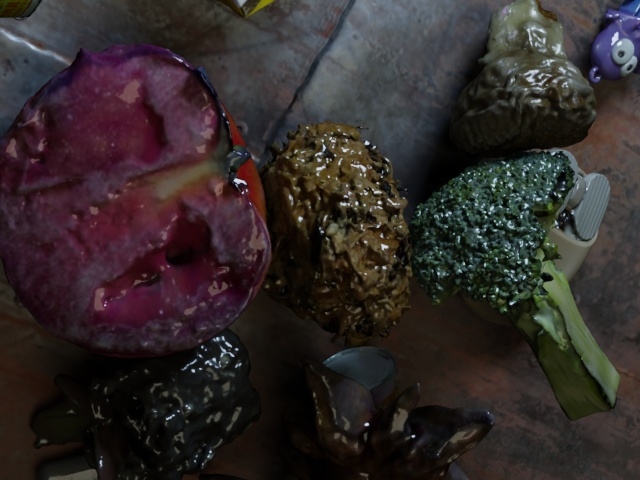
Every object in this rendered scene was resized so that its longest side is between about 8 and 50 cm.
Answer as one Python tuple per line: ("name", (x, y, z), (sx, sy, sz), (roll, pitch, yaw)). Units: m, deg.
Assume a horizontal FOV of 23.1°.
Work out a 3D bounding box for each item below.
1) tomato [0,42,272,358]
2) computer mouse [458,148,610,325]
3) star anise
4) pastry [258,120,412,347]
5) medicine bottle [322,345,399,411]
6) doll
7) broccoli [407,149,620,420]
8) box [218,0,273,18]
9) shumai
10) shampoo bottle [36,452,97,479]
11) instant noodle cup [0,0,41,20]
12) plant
("tomato", (-0.203, -0.049, 1.692), (0.290, 0.176, 0.334), (-20, 101, 7))
("computer mouse", (0.271, 0.000, 1.989), (0.145, 0.082, 0.236), (32, 94, -30))
("star anise", (0.044, 0.272, 1.863), (0.350, 0.109, 0.292), (19, 118, -2))
("pastry", (0.000, 0.000, 1.770), (0.193, 0.275, 0.274), (-5, 111, -7))
("medicine bottle", (0.099, 0.338, 2.019), (0.108, 0.108, 0.426), (-26, 119, -15))
("doll", (0.399, -0.271, 1.961), (0.206, 0.067, 0.110), (-50, 131, -14))
("broccoli", (0.254, 0.051, 1.874), (0.221, 0.252, 0.361), (-30, 139, 8))
("box", (-0.083, -0.392, 1.663), (0.168, 0.097, 0.265), (-31, 119, -13))
("shumai", (0.237, -0.196, 1.872), (0.166, 0.206, 0.175), (-1, 74, -21))
("shampoo bottle", (-0.253, 0.283, 1.866), (0.165, 0.040, 0.080), (-12, 112, -21))
("instant noodle cup", (-0.380, -0.287, 1.522), (0.212, 0.193, 0.193), (2, 108, -34))
("plant", (-0.193, 0.181, 1.775), (0.234, 0.204, 0.178), (-24, 121, -25))
